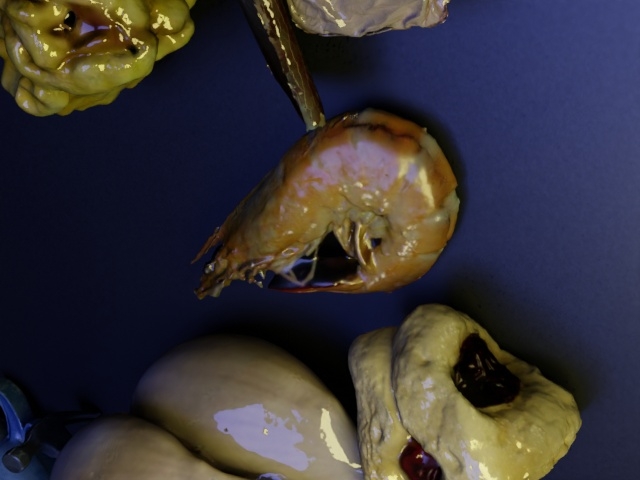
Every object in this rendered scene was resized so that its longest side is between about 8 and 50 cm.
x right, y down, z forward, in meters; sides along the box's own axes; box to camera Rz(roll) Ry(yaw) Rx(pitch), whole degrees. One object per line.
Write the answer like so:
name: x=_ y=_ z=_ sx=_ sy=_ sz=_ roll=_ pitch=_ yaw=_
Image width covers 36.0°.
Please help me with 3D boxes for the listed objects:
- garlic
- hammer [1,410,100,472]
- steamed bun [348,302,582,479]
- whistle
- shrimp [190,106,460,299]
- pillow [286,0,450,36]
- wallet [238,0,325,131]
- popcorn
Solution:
garlic: x=-0.103 y=0.224 z=0.898 sx=0.340 sy=0.231 sz=0.246 roll=-12 pitch=103 yaw=42
hammer: x=-0.210 y=0.298 z=1.092 sx=0.287 sy=0.111 sz=0.033 roll=43 pitch=132 yaw=-3
steamed bun: x=0.095 y=0.130 z=0.785 sx=0.172 sy=0.141 sz=0.155 roll=-32 pitch=89 yaw=42
whistle: x=-0.375 y=0.269 z=1.188 sx=0.269 sy=0.093 sz=0.180 roll=37 pitch=121 yaw=20
shrimp: x=0.000 y=0.000 z=0.836 sx=0.152 sy=0.063 sz=0.287 roll=45 pitch=128 yaw=-9
pillow: x=0.002 y=-0.242 z=0.621 sx=0.135 sy=0.049 sz=0.248 roll=7 pitch=132 yaw=33
wallet: x=-0.053 y=-0.197 z=0.708 sx=0.031 sy=0.122 sz=0.232 roll=-27 pitch=126 yaw=-2
popcorn: x=-0.195 y=-0.206 z=0.766 sx=0.226 sy=0.203 sz=0.200 roll=-34 pitch=98 yaw=29
